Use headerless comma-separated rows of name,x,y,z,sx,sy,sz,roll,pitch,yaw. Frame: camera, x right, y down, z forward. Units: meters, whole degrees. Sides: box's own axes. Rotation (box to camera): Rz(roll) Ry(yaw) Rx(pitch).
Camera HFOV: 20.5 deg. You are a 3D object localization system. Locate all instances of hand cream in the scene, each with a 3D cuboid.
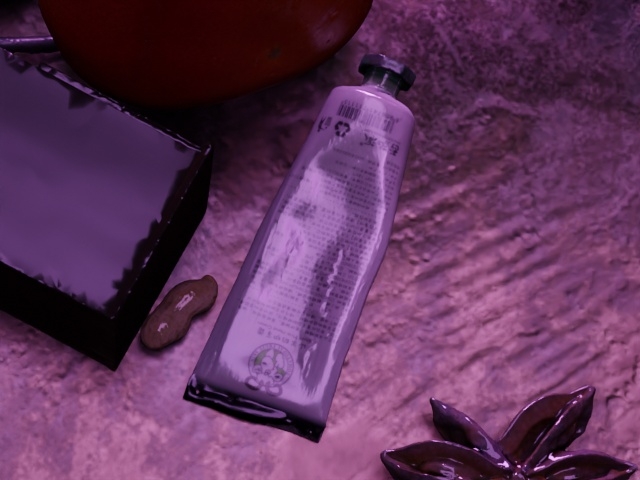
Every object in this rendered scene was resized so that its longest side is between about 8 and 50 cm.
hand cream,0.000,0.000,1.512,0.121,0.076,0.336,20,78,5

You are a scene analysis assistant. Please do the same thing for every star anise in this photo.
star anise,0.158,0.220,1.450,0.212,0.073,0.197,-3,70,-5

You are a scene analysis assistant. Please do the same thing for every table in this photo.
table,-0.210,-0.030,1.434,0.193,0.169,0.172,27,72,3

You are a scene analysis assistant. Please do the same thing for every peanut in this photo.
peanut,-0.119,0.059,1.486,0.037,0.037,0.083,45,73,8

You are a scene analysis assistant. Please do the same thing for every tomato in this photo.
tomato,-0.087,-0.229,1.417,0.299,0.298,0.226,-18,62,-12

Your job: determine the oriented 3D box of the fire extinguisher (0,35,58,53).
fire extinguisher,-0.298,-0.238,1.538,0.376,0.113,0.200,-35,122,-14
